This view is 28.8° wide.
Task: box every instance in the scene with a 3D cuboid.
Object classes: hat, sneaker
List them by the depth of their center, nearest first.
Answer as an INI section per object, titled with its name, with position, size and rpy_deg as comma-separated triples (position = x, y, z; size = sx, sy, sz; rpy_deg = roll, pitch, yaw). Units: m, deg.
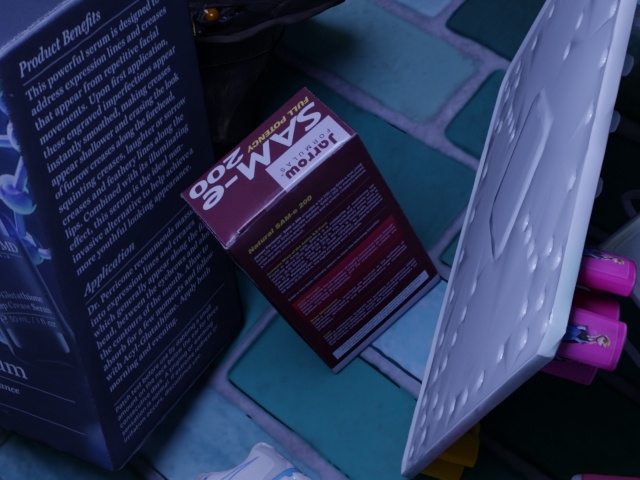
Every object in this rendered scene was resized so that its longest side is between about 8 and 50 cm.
[sneaker]
position = -0.096, 0.239, 1.021
size = 0.191, 0.071, 0.083
rpy_deg = -36, 48, -11
[hat]
position = -0.128, -0.156, 1.178
size = 0.331, 0.331, 0.133
rpy_deg = 2, 105, 23

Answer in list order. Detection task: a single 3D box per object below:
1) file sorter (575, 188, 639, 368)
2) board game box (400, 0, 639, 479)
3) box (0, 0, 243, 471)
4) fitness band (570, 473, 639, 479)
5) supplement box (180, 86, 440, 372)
[file sorter]
position = 0.340, -0.006, 0.888
size = 0.278, 0.173, 0.193
rpy_deg = -39, 93, -3
[board game box]
position = 0.164, -0.041, 0.899
size = 0.050, 0.390, 0.389
rpy_deg = 18, 68, -1
[box]
position = -0.259, -0.052, 1.015
size = 0.294, 0.395, 0.212
rpy_deg = 14, 42, 26
[fitness band]
position = 0.238, 0.257, 0.828
size = 0.291, 0.054, 0.209
rpy_deg = 3, 43, 15
[supplement box]
position = 0.000, 0.000, 1.006
size = 0.130, 0.239, 0.073
rpy_deg = -41, 55, -5
